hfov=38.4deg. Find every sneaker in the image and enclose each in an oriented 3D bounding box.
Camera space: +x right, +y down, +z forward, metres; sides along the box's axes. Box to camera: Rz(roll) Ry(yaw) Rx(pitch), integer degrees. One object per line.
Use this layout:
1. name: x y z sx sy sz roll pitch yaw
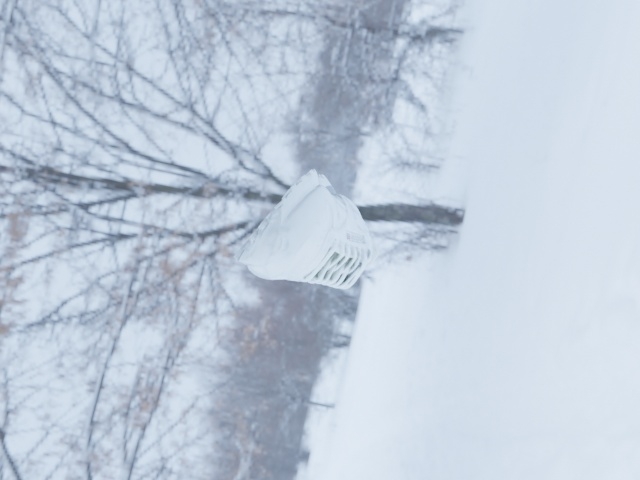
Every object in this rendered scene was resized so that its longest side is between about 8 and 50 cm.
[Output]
1. sneaker: 0.000 0.000 0.789 0.090 0.095 0.235 -43 -2 16
